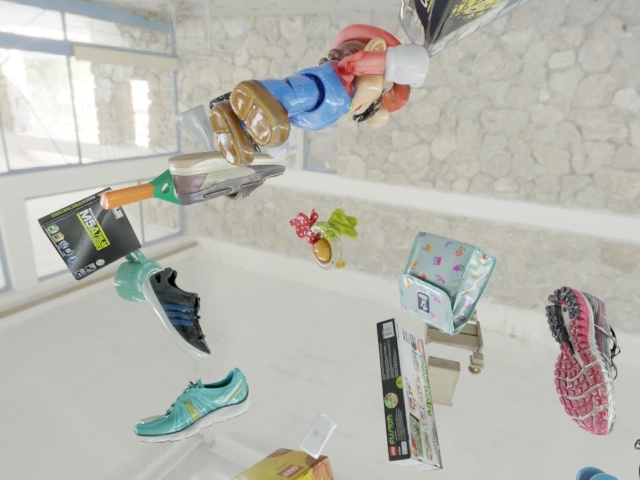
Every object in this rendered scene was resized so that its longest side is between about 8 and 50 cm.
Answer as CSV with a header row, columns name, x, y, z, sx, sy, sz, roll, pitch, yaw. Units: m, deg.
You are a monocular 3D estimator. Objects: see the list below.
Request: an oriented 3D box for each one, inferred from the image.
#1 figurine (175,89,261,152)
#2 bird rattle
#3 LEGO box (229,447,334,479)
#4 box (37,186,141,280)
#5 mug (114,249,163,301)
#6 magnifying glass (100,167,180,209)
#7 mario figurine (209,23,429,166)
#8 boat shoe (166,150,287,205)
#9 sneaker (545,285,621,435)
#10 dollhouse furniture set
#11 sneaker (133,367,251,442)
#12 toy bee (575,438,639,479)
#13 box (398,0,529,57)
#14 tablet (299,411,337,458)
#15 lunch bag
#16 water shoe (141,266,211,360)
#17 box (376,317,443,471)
name,x,y,z,sx,sy,sz,roll,pitch,yaw
figurine,-0.294,-0.308,1.299,0.214,0.210,0.092,-12,-156,26
bird rattle,0.000,0.000,1.422,0.143,0.207,0.253,-16,-172,-42
LEGO box,-0.166,0.761,0.962,0.193,0.373,0.500,-17,176,43
box,-0.583,-0.016,1.127,0.184,0.191,0.045,-31,-134,-25
mug,-0.529,0.110,1.292,0.097,0.158,0.130,-1,-129,25
magnifying glass,-0.290,-0.095,0.793,0.026,0.092,0.231,27,-152,16
mario figurine,0.025,-0.181,0.604,0.198,0.170,0.320,30,-130,34
boat shoe,-0.167,-0.122,0.835,0.102,0.092,0.285,12,-163,27
sneaker,0.563,0.241,0.904,0.112,0.299,0.121,14,153,-12
dollhouse furniture set,0.413,0.394,1.592,0.303,0.174,0.355,9,-150,9
sneaker,-0.302,0.384,1.035,0.275,0.110,0.107,-16,-171,-28
toy bee,0.612,0.549,0.895,0.195,0.298,0.162,12,-135,-58
box,0.305,-0.421,0.545,0.394,0.097,0.318,-30,179,-1
tablet,-0.004,0.417,0.941,0.083,0.054,0.006,-54,-163,-22
lunch bag,0.363,0.127,1.320,0.160,0.262,0.223,23,180,-38
water shoe,-0.264,0.138,0.850,0.080,0.203,0.073,-40,171,-7
box,0.137,0.239,0.686,0.036,0.114,0.207,-22,-132,27
